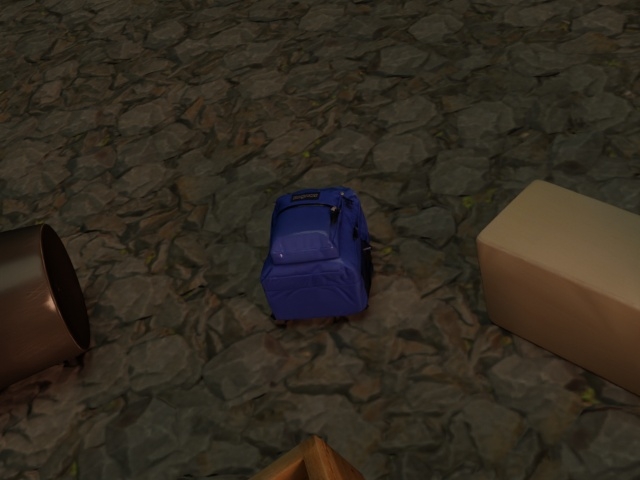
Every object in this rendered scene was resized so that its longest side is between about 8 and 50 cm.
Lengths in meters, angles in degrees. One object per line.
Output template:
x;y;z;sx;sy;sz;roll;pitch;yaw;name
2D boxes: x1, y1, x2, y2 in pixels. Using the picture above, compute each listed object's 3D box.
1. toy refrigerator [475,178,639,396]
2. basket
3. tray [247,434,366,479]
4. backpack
0.255;0.052;0.655;0.269;0.102;0.094;26;57;40;toy refrigerator
-0.344;0.076;0.820;0.227;0.154;0.204;-18;43;-5;basket
-0.019;0.307;0.423;0.203;0.076;0.411;-37;32;9;tray
0.000;0.000;0.809;0.098;0.101;0.120;-2;40;9;backpack
